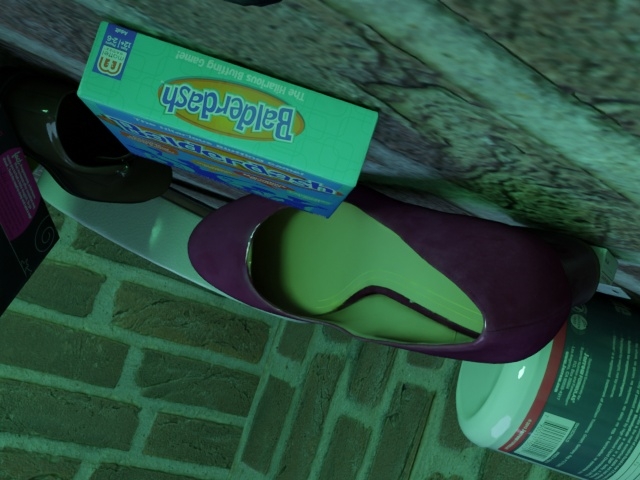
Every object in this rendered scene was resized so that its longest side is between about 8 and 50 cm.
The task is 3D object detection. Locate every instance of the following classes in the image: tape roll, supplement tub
[{"bbox_3d":[-0.168,-0.012,1.212,0.392,0.072,0.392,26,-179,0],"label":"tape roll"},{"bbox_3d":[0.297,0.158,1.003,0.272,0.191,0.191,19,176,-6],"label":"supplement tub"}]

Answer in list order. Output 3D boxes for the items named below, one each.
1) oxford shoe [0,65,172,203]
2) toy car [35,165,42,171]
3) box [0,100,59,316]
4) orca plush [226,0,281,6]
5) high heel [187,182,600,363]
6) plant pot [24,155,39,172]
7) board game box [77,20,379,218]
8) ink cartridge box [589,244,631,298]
[{"bbox_3d":[-0.189,-0.076,0.843,0.096,0.083,0.227,14,174,26],"label":"oxford shoe"},{"bbox_3d":[-0.432,-0.111,1.171,0.136,0.159,0.182,56,165,-14],"label":"toy car"},{"bbox_3d":[-0.334,-0.038,0.740,0.142,0.163,0.247,17,145,17],"label":"box"},{"bbox_3d":[-0.132,-0.106,0.143,0.287,0.151,0.102,22,144,-3],"label":"orca plush"},{"bbox_3d":[0.007,0.018,0.725,0.377,0.127,0.181,-1,-173,34],"label":"high heel"},{"bbox_3d":[-0.323,-0.116,0.991,0.079,0.083,0.083,31,174,-5],"label":"plant pot"},{"bbox_3d":[-0.055,-0.067,0.616,0.160,0.047,0.210,18,175,-1],"label":"board game box"},{"bbox_3d":[0.199,0.018,0.741,0.083,0.028,0.048,16,175,30],"label":"ink cartridge box"}]
